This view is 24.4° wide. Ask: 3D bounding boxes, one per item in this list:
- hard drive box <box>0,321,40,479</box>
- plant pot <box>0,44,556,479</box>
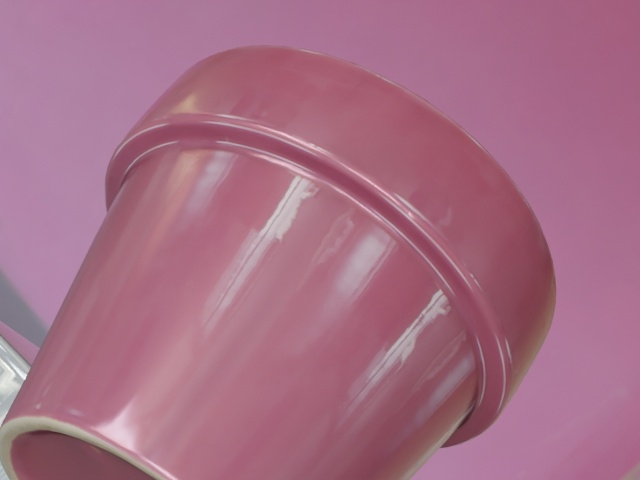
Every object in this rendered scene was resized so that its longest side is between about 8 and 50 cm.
[{"bbox_3d":[-0.196,0.166,1.112,0.232,0.089,0.181,41,-7,23],"label":"hard drive box"},{"bbox_3d":[-0.028,0.051,0.613,0.201,0.180,0.201,23,-35,17],"label":"plant pot"}]
